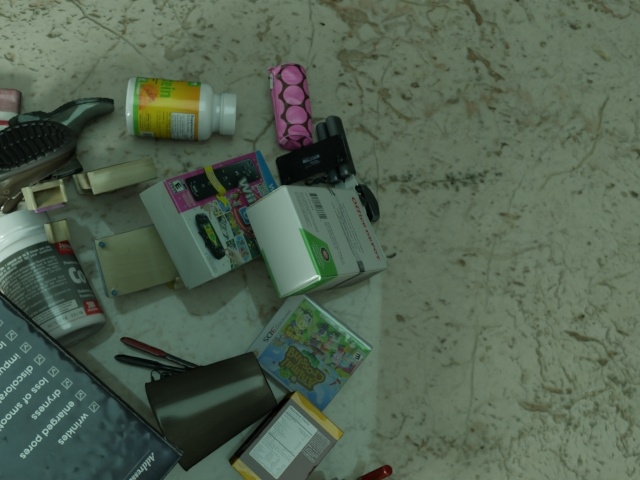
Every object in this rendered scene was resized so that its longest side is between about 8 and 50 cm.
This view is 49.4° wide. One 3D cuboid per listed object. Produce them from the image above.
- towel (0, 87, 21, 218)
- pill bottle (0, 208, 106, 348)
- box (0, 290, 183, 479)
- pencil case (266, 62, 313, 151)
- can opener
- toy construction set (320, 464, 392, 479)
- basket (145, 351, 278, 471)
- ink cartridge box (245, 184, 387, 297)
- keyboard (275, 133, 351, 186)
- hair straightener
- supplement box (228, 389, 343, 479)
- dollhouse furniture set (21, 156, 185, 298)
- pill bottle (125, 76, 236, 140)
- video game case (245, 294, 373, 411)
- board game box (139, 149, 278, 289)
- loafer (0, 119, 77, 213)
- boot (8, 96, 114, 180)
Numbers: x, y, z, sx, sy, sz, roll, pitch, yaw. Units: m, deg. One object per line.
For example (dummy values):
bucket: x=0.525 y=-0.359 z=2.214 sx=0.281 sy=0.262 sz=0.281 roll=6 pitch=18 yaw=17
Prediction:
towel: x=-0.811 y=-0.193 z=1.574 sx=0.237 sy=0.037 sz=0.328 roll=1 pitch=77 yaw=-11
pill bottle: x=-0.585 y=0.083 z=1.470 sx=0.161 sy=0.161 sz=0.283 roll=-26 pitch=81 yaw=-15
box: x=-0.581 y=0.386 z=1.171 sx=0.472 sy=0.297 sz=0.480 roll=44 pitch=68 yaw=-7
pencil case: x=-0.076 y=-0.325 z=1.704 sx=0.098 sy=0.095 sz=0.209 roll=6 pitch=68 yaw=-45
can opener: x=0.061 y=-0.167 z=1.704 sx=0.093 sy=0.074 sz=0.280 roll=-8 pitch=76 yaw=-47
toy construction set: x=0.015 y=0.608 z=1.426 sx=0.257 sy=0.237 sz=0.309 roll=48 pitch=47 yaw=3
basket: x=-0.216 y=0.339 z=1.451 sx=0.227 sy=0.154 sz=0.204 roll=-24 pitch=100 yaw=-8
ink cartridge box: x=0.000 y=0.000 z=1.527 sx=0.289 sy=0.122 sz=0.211 roll=-2 pitch=66 yaw=-57
keyboard: x=-0.016 y=-0.178 z=1.670 sx=0.180 sy=0.023 sz=0.108 roll=-19 pitch=71 yaw=15
hair straightener: x=-0.341 y=0.289 z=1.527 sx=0.230 sy=0.047 sz=0.089 roll=21 pitch=90 yaw=-9
supplement box: x=-0.076 y=0.430 z=1.448 sx=0.129 sy=0.191 sz=0.194 roll=42 pitch=73 yaw=3
dollhouse furniture set: x=-0.463 y=-0.005 z=1.522 sx=0.286 sy=0.198 sz=0.303 roll=-18 pitch=101 yaw=-26
pill bottle: x=-0.322 y=-0.305 z=1.631 sx=0.246 sy=0.136 sz=0.136 roll=3 pitch=75 yaw=-9
video game case: x=-0.027 y=0.239 z=1.511 sx=0.212 sy=0.023 sz=0.193 roll=38 pitch=102 yaw=5
board game box: x=-0.206 y=-0.053 z=1.507 sx=0.303 sy=0.097 sz=0.224 roll=-29 pitch=93 yaw=-52
loafer: x=-0.691 y=-0.136 z=1.506 sx=0.366 sy=0.130 sz=0.134 roll=-28 pitch=59 yaw=-10
boot: x=-0.579 y=-0.229 z=1.611 sx=0.247 sy=0.083 sz=0.161 roll=-20 pitch=93 yaw=-15
